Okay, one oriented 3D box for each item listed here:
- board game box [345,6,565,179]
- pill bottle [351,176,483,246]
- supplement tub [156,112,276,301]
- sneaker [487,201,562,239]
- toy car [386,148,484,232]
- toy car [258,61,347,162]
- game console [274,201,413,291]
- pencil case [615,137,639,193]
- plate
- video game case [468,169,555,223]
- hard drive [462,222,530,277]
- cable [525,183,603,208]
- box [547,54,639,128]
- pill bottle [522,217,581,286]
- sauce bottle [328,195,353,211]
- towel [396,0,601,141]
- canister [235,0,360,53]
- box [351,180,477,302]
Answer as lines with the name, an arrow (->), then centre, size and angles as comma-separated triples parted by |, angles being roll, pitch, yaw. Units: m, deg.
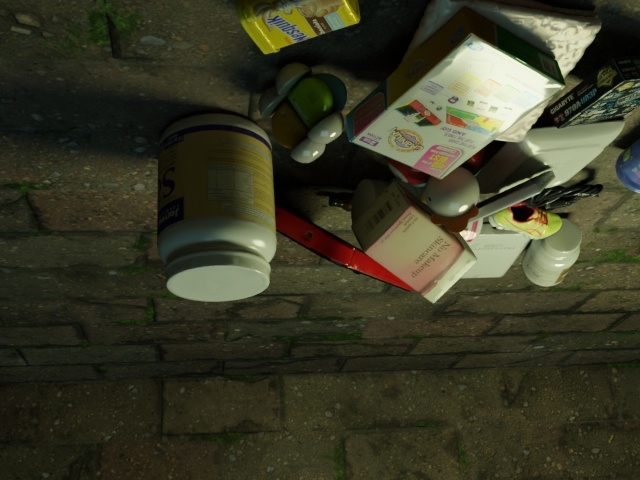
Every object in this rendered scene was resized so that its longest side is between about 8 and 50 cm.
board game box -> 0.236, -0.249, 1.509 | 0.242, 0.064, 0.316 | 18, 140, -34
pill bottle -> 0.228, -0.065, 1.998 | 0.283, 0.160, 0.160 | 6, 155, -22
supplement tub -> -0.212, -0.064, 1.713 | 0.241, 0.331, 0.241 | -4, 156, -2
sneaker -> 0.541, -0.056, 2.159 | 0.209, 0.081, 0.094 | 5, 162, -20
toy car -> 0.250, -0.124, 1.769 | 0.210, 0.238, 0.219 | -10, 155, 14
toy car -> -0.016, -0.249, 1.588 | 0.136, 0.159, 0.182 | -31, 174, -36
game console -> 0.000, 0.000, 1.966 | 0.386, 0.060, 0.342 | 30, -179, 40
pencil case -> 0.776, -0.209, 1.806 | 0.133, 0.119, 0.306 | 25, 151, -8
plate -> 0.500, -0.174, 1.876 | 0.277, 0.045, 0.278 | -8, 160, -21
video game case -> 0.395, -0.088, 1.826 | 0.212, 0.023, 0.193 | -25, -178, 28
hard drive -> 0.467, 0.032, 2.412 | 0.210, 0.040, 0.318 | -1, 156, -6
cable -> 0.598, -0.116, 2.057 | 0.184, 0.047, 0.151 | -11, 168, 38
box -> 0.567, -0.286, 1.594 | 0.220, 0.051, 0.175 | -14, 165, -33
pill bottle -> 0.645, 0.030, 2.325 | 0.131, 0.131, 0.229 | -4, 157, 0
sauce bottle -> 0.082, -0.089, 2.070 | 0.128, 0.042, 0.042 | 8, 154, -22
towel -> 0.295, -0.311, 1.532 | 0.317, 0.053, 0.332 | 4, 146, -17
canister -> -0.034, -0.375, 1.351 | 0.170, 0.073, 0.126 | -14, 155, 18
box -> 0.207, 0.005, 1.860 | 0.232, 0.127, 0.148 | 36, 106, -28
